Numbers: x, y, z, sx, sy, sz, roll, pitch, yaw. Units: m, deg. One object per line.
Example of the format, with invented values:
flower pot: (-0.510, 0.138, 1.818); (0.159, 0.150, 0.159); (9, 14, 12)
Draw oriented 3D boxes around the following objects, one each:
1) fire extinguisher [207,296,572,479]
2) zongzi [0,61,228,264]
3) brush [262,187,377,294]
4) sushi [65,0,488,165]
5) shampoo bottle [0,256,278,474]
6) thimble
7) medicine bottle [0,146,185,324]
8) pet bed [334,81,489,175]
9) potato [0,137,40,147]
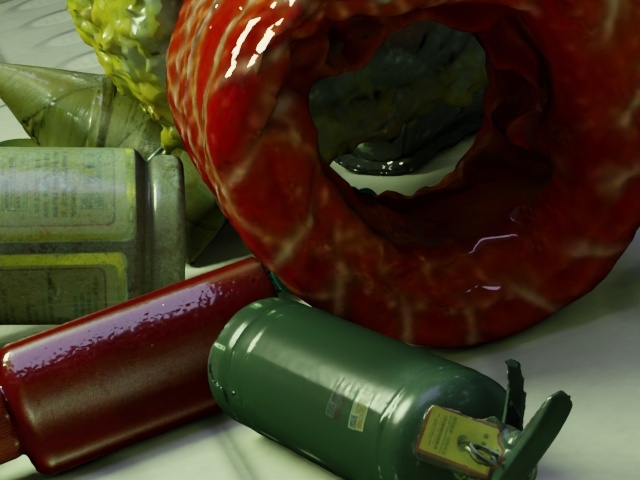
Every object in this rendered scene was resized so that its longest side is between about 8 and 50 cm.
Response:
fire extinguisher: (0.042, 0.103, 1.048); (0.095, 0.114, 0.311); (18, 1, -32)
zongzi: (-0.178, -0.120, 1.640); (0.274, 0.125, 0.251); (34, 22, 3)
brush: (0.000, 0.000, 1.484); (0.032, 0.043, 0.193); (-22, 10, 35)
sushi: (-0.026, -0.258, 1.443); (0.397, 0.351, 0.240); (-21, 43, -22)
shampoo bottle: (-0.149, 0.100, 1.216); (0.260, 0.102, 0.064); (-20, -10, -15)
thimble: (0.072, -0.102, 1.245); (0.350, 0.350, 0.230); (-18, 24, -10)
medicine bottle: (-0.277, -0.004, 1.416); (0.322, 0.151, 0.151); (0, 17, -7)
pet bed: (0.084, -0.162, 1.734); (0.183, 0.159, 0.211); (31, 44, 30)
potato: (-0.301, -0.026, 1.617); (0.169, 0.143, 0.248); (-3, 18, 0)
